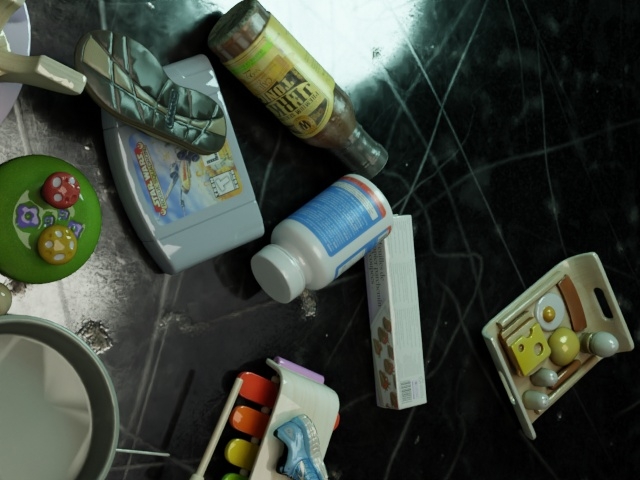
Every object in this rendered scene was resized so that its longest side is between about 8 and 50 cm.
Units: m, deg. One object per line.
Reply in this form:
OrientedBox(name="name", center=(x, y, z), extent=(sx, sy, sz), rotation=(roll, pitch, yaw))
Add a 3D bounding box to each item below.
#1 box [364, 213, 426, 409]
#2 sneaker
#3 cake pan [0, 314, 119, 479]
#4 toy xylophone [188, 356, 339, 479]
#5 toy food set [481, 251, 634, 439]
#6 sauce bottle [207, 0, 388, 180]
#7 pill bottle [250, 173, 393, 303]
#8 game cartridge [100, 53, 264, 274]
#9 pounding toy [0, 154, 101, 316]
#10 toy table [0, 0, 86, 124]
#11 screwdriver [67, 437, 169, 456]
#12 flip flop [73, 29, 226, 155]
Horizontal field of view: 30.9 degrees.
OrientedBox(name="box", center=(0.123, 0.119, 1.947), extent=(0.067, 0.063, 0.324), rotation=(-8, 94, -35))
OrientedBox(name="sneaker", center=(-0.032, 0.347, 1.755), extent=(0.073, 0.063, 0.162), rotation=(-16, 95, -14))
OrientedBox(name="cake pan", center=(-0.416, 0.248, 1.564), extent=(0.293, 0.054, 0.293), rotation=(9, 75, -34))
OrientedBox(name="toy xylophone", center=(-0.091, 0.330, 1.790), extent=(0.236, 0.081, 0.322), rotation=(36, 71, -28))
OrientedBox(name="toy food set", center=(0.445, 0.192, 2.146), extent=(0.306, 0.092, 0.219), rotation=(-35, 109, -30))
OrientedBox(name="sauce bottle", center=(-0.025, -0.227, 1.822), extent=(0.344, 0.111, 0.111), rotation=(42, 68, -25))
OrientedBox(name="pill bottle", center=(0.000, 0.000, 1.829), extent=(0.221, 0.124, 0.124), rotation=(-37, 109, -29))
OrientedBox(name="game cartridge", center=(-0.211, -0.110, 1.732), extent=(0.198, 0.062, 0.297), rotation=(-26, 104, -36))
OrientedBox(name="pounding toy", center=(-0.389, -0.016, 1.576), extent=(0.237, 0.110, 0.183), rotation=(-36, 109, -29))
OrientedBox(name="toy table", center=(-0.448, -0.241, 1.509), extent=(0.252, 0.161, 0.274), rotation=(12, 82, -33))
OrientedBox(name="screwdriver", center=(-0.291, 0.307, 1.691), extent=(0.170, 0.025, 0.024), rotation=(14, 82, -32))
OrientedBox(name="flip flop", center=(-0.245, -0.199, 1.640), extent=(0.277, 0.080, 0.112), rotation=(27, 69, -46))
